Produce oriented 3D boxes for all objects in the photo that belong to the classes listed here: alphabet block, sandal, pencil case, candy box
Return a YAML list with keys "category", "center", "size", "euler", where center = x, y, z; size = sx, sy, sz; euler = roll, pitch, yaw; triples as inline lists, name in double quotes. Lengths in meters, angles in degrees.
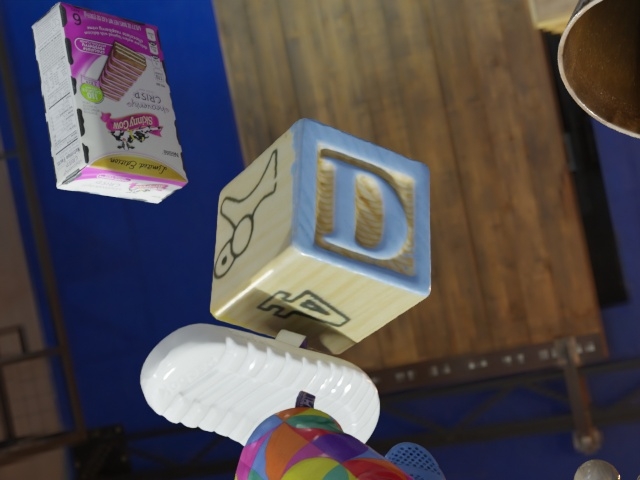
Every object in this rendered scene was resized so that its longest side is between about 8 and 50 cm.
- category: "alphabet block"
  center: [0.000, 0.000, 1.602]
  size: [0.193, 0.192, 0.197]
  euler: [21, 145, -26]
- category: "sandal"
  center: [-0.061, 0.168, 1.587]
  size: [0.169, 0.102, 0.416]
  euler: [-43, 143, 8]
- category: "pencil case"
  center: [0.031, 0.191, 0.920]
  size: [0.104, 0.104, 0.236]
  euler: [-11, -159, -27]
- category: "sandal"
  center: [0.153, 0.412, 1.969]
  size: [0.126, 0.138, 0.317]
  euler: [3, -143, -9]
- category: "candy box"
  center: [-0.267, -0.173, 1.694]
  size: [0.159, 0.233, 0.071]
  euler: [7, 153, -45]

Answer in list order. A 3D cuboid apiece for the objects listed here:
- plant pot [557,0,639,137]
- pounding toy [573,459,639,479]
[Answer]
- category: "plant pot"
  center: [0.372, -0.258, 1.386]
  size: [0.215, 0.230, 0.215]
  euler: [12, 144, 9]
- category: "pounding toy"
  center: [0.399, 0.336, 1.475]
  size: [0.237, 0.110, 0.183]
  euler: [7, -153, -1]
